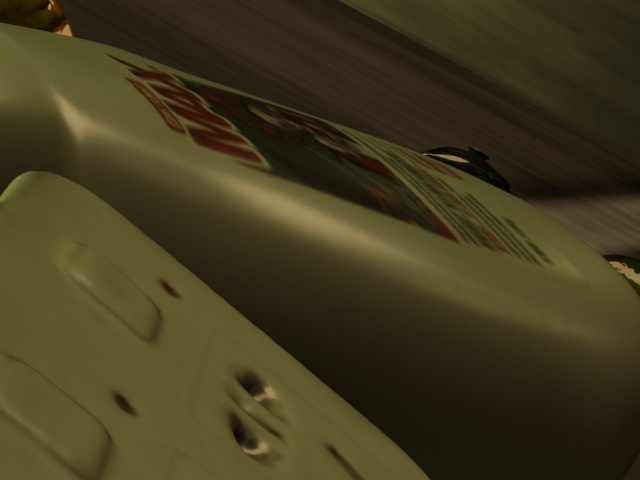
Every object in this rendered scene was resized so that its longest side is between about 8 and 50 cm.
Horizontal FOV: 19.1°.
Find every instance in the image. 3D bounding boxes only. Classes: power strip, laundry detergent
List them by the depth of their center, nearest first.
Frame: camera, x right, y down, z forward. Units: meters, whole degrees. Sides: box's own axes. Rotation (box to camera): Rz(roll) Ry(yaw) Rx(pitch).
[{"bbox_3d":[-0.096,0.065,0.464,0.261,0.141,0.229,40,12,-9],"label":"power strip"},{"bbox_3d":[-0.071,-0.009,0.773,0.398,0.124,0.264,18,15,-36],"label":"laundry detergent"}]

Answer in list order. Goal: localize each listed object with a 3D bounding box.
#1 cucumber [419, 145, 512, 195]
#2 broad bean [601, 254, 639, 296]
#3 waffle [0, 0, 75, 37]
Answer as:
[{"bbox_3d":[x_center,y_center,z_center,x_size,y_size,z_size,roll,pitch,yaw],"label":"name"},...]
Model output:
[{"bbox_3d":[0.096,-0.023,1.336,0.115,0.086,0.193,28,5,12],"label":"cucumber"},{"bbox_3d":[0.294,0.080,1.362,0.339,0.061,0.077,28,19,3],"label":"broad bean"},{"bbox_3d":[-0.219,-0.186,1.110,0.243,0.059,0.238,57,-4,-34],"label":"waffle"}]
